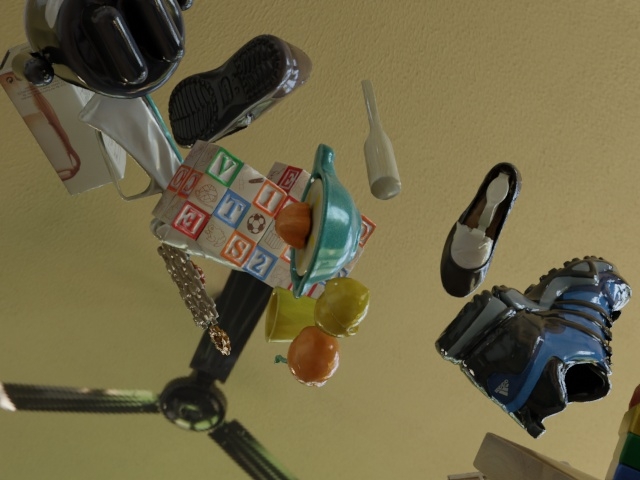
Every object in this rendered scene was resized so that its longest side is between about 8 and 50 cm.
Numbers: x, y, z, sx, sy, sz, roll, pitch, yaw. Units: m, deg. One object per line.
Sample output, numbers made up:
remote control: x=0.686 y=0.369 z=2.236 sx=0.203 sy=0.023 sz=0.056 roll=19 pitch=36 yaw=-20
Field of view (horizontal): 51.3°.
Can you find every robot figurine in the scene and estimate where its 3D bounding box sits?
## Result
robot figurine: x=-0.290 y=-0.283 z=0.899 sx=0.209 sy=0.278 sz=0.173 roll=2 pitch=-74 yaw=-40

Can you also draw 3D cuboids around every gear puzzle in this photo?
gear puzzle: x=-0.306 y=0.139 z=1.708 sx=0.339 sy=0.044 sz=0.175 roll=62 pitch=-32 yaw=2

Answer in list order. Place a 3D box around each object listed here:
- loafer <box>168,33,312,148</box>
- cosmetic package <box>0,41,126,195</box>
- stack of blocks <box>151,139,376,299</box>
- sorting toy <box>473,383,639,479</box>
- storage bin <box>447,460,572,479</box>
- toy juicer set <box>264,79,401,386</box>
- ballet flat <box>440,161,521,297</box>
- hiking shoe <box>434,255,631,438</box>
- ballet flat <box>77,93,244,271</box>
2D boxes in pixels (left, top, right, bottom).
loafer: x=-0.151 y=-0.258 z=1.239 sx=0.366 sy=0.130 sz=0.133 roll=-13 pitch=-94 yaw=43
cosmetic package: x=-0.533 y=-0.264 z=1.403 sx=0.129 sy=0.153 sz=0.296 roll=-20 pitch=-53 yaw=0
stack of blocks: x=-0.075 y=-0.031 z=0.998 sx=0.297 sy=0.087 sz=0.171 roll=34 pitch=-96 yaw=-34
sorting toy: x=0.239 y=0.139 z=0.296 sx=0.257 sy=0.255 sz=0.089 roll=24 pitch=-97 yaw=-5
storage bin: x=0.406 y=0.575 z=1.401 sx=0.260 sy=0.123 sz=0.262 roll=-9 pitch=-37 yaw=4
toy juicer set: x=0.000 y=0.000 z=0.703 sx=0.090 sy=0.209 sz=0.329 roll=11 pitch=-70 yaw=-14
ballet flat: x=0.298 y=-0.029 z=1.256 sx=0.095 sy=0.096 sz=0.280 roll=22 pitch=-99 yaw=15
hiking shoe: x=0.246 y=0.106 z=0.686 sx=0.132 sy=0.304 sz=0.113 roll=54 pitch=-45 yaw=25
ballet flat: x=-0.262 y=-0.081 z=1.126 sx=0.139 sy=0.139 sz=0.400 roll=-23 pitch=-67 yaw=21
